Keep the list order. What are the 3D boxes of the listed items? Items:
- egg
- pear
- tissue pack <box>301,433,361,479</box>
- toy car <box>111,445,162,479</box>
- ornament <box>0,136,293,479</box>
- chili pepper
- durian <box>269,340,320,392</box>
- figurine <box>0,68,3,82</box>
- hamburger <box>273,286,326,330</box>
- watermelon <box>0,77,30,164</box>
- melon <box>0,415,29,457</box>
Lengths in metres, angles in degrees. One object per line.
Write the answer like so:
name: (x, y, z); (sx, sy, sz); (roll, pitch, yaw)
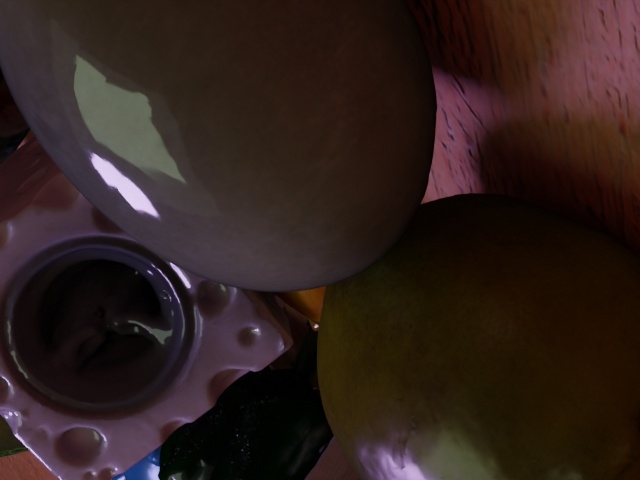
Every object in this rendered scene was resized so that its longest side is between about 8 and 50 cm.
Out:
egg: (-0.070, -0.121, 1.279); (0.352, 0.258, 0.258); (53, 157, -21)
pear: (0.135, 0.103, 1.371); (0.321, 0.269, 0.269); (39, 162, 38)
tissue pack: (0.148, 0.338, 1.776); (0.253, 0.264, 0.416); (21, 152, 36)
toy car: (-0.144, 0.272, 2.284); (0.188, 0.190, 0.255); (15, 148, 50)
ornament: (-0.195, 0.034, 1.713); (0.239, 0.240, 0.240); (50, -171, -19)
chili pepper: (-0.041, 0.165, 1.799); (0.174, 0.261, 0.165); (29, 178, -33)
durian: (-0.035, 0.187, 1.996); (0.306, 0.172, 0.166); (36, -156, -40)
figurine: (-0.415, -0.268, 1.759); (0.332, 0.185, 0.204); (37, -170, -33)
hamburger: (-0.001, -0.003, 1.614); (0.189, 0.093, 0.164); (50, 156, -22)
watermelon: (-0.393, -0.120, 1.924); (0.256, 0.260, 0.176); (-14, 100, 18)
melon: (-0.379, 0.142, 2.253); (0.331, 0.343, 0.226); (27, 151, 42)
